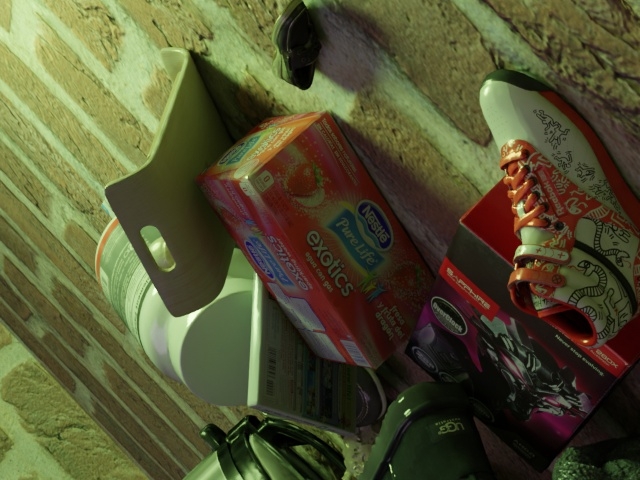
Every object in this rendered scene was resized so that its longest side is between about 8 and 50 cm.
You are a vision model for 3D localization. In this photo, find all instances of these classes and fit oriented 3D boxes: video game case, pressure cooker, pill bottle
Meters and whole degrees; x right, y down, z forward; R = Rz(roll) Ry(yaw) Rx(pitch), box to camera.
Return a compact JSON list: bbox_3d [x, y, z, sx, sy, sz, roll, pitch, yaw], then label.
[{"bbox_3d":[-0.020,0.136,1.809,0.023,0.212,0.193,-17,152,38],"label":"video game case"},{"bbox_3d":[-0.101,0.541,2.438,0.370,0.420,0.375,40,-172,-38],"label":"pressure cooker"},{"bbox_3d":[-0.178,0.083,1.963,0.363,0.210,0.210,40,161,57],"label":"pill bottle"}]

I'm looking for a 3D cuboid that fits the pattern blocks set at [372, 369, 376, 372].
[{"bbox_3d":[-0.024,0.103,2.065,0.285,0.026,0.325,45,156,5],"label":"pattern blocks set"}]

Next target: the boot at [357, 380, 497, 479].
[{"bbox_3d":[0.170,0.444,1.586,0.367,0.146,0.445,96,157,-45],"label":"boot"}]

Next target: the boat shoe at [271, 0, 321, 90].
[{"bbox_3d":[-0.022,-0.218,1.527,0.049,0.056,0.152,37,165,11],"label":"boat shoe"}]

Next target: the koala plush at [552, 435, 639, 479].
[{"bbox_3d":[0.371,0.307,1.495,0.221,0.196,0.203,-6,166,35],"label":"koala plush"}]

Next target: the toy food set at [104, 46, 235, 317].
[{"bbox_3d":[-0.187,-0.081,1.767,0.092,0.306,0.220,-11,128,17],"label":"toy food set"}]

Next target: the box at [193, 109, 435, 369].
[{"bbox_3d":[0.000,0.000,1.712,0.300,0.142,0.154,56,155,-19],"label":"box"}]

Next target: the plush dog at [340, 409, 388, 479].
[{"bbox_3d":[0.096,0.368,2.116,0.262,0.210,0.225,11,111,51],"label":"plush dog"}]

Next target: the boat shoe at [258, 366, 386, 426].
[{"bbox_3d":[-0.007,0.242,2.083,0.335,0.095,0.112,-9,106,66],"label":"boat shoe"}]

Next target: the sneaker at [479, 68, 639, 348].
[{"bbox_3d":[0.215,-0.025,1.301,0.270,0.145,0.090,50,157,-5],"label":"sneaker"}]

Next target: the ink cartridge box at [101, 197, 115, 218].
[{"bbox_3d":[-0.346,-0.062,2.350,0.048,0.028,0.083,47,156,1],"label":"ink cartridge box"}]

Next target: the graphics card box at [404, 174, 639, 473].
[{"bbox_3d":[0.232,0.105,1.546,0.233,0.094,0.371,41,157,13],"label":"graphics card box"}]
